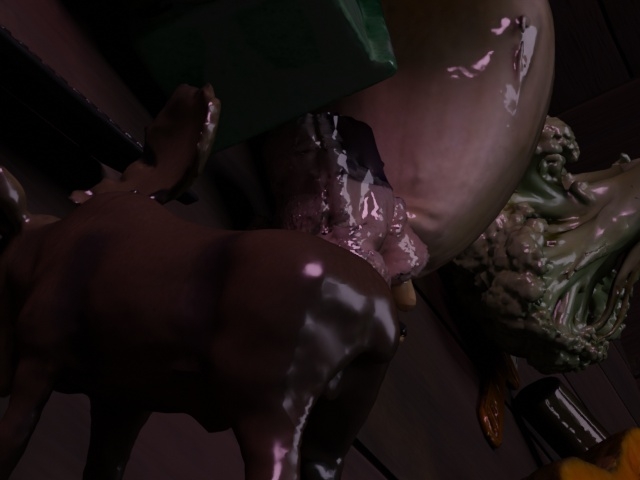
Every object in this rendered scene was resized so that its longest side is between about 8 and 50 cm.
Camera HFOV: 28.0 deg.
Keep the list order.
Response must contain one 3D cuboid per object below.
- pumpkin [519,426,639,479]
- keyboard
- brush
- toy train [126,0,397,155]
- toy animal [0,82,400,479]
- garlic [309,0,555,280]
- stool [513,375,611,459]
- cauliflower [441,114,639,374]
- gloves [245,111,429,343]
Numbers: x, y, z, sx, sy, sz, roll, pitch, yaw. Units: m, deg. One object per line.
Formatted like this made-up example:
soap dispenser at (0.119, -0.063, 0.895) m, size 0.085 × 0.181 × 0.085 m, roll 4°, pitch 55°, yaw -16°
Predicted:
pumpkin at (0.211, 0.256, 0.885) m, size 0.222 × 0.139 × 0.317 m, roll 60°, pitch 22°, yaw 17°
keyboard at (-0.119, -0.066, 0.514) m, size 0.067 × 0.011 × 0.202 m, roll 24°, pitch -11°, yaw 32°
brush at (0.180, 0.139, 1.310) m, size 0.090 × 0.017 × 0.314 m, roll 64°, pitch 16°, yaw -8°
toy train at (-0.065, -0.199, 0.733) m, size 0.266 × 0.145 × 0.202 m, roll -99°, pitch 162°, yaw -44°
toy animal at (-0.063, 0.018, 0.405) m, size 0.093 × 0.214 × 0.186 m, roll 33°, pitch 65°, yaw -50°
garlic at (0.051, -0.109, 0.937) m, size 0.249 × 0.286 × 0.313 m, roll -8°, pitch 63°, yaw -34°
stool at (0.366, 0.227, 1.260) m, size 0.226 × 0.310 × 0.310 m, roll 58°, pitch 15°, yaw -12°
cauliflower at (0.238, -0.022, 1.276) m, size 0.260 × 0.281 × 0.327 m, roll 33°, pitch 19°, yaw -11°
gloves at (0.004, -0.002, 0.758) m, size 0.110 × 0.094 × 0.144 m, roll 40°, pitch 45°, yaw -50°
